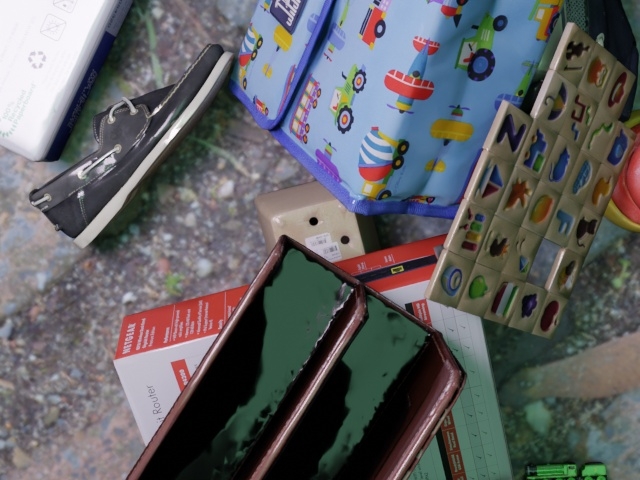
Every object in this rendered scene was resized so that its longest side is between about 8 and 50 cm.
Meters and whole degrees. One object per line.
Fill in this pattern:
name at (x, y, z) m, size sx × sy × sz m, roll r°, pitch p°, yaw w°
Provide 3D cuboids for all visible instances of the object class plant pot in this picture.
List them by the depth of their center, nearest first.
plant pot at (0.000, 0.000, 0.895) m, size 0.109 × 0.096 × 0.109 m, roll -14°, pitch 95°, yaw 1°

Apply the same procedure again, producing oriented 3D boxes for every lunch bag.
lunch bag at (0.034, -0.181, 0.812) m, size 0.138 × 0.293 × 0.221 m, roll 3°, pitch 117°, yaw -39°

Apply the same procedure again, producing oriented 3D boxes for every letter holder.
letter holder at (-0.049, 0.166, 0.668) m, size 0.152 × 0.214 × 0.301 m, roll 33°, pitch 94°, yaw -1°

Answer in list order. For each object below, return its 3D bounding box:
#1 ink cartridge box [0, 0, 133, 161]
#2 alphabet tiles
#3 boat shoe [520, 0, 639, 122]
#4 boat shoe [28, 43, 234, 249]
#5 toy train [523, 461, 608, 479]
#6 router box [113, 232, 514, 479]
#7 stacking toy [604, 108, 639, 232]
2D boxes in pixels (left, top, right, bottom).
ink cartridge box at (-0.326, -0.286, 0.884) m, size 0.330 × 0.071 × 0.324 m, roll 27°, pitch 95°, yaw 1°
alphabet tiles at (0.184, -0.044, 0.783) m, size 0.198 × 0.009 × 0.237 m, roll 20°, pitch 93°, yaw -47°
boat shoe at (0.201, -0.253, 0.873) m, size 0.158 × 0.127 × 0.340 m, roll 14°, pitch 74°, yaw -41°
boat shoe at (-0.172, -0.098, 0.892) m, size 0.079 × 0.084 × 0.233 m, roll 43°, pitch 97°, yaw -6°
toy train at (0.242, 0.231, 0.956) m, size 0.083 × 0.017 × 0.023 m, roll -3°, pitch 86°, yaw 0°
router box at (0.013, 0.189, 0.870) m, size 0.301 × 0.082 × 0.335 m, roll -14°, pitch 114°, yaw 1°
stacking toy at (0.426, -0.115, 0.866) m, size 0.280 × 0.130 × 0.308 m, roll 24°, pitch 95°, yaw -2°
